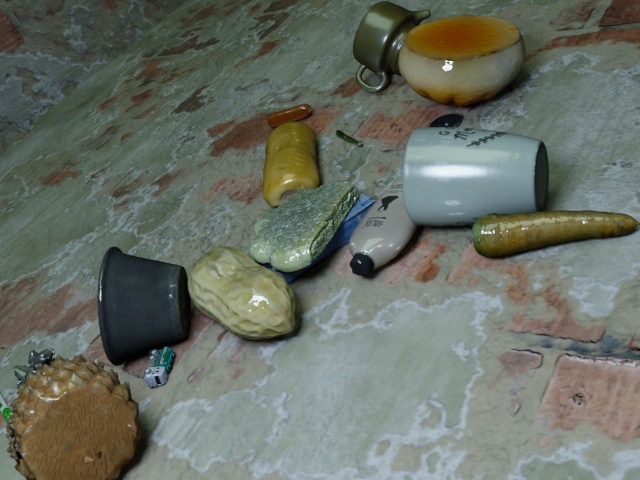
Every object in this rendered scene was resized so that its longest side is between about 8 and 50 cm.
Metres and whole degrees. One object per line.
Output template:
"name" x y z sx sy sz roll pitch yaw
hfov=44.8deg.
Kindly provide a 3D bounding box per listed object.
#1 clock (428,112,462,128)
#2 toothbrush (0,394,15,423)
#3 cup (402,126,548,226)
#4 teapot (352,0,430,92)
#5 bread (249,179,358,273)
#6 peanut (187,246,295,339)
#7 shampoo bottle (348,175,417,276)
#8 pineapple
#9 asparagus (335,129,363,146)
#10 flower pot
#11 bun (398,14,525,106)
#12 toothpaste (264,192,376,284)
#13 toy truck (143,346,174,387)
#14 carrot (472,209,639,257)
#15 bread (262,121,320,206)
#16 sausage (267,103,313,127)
"clock" 0.291 -0.276 1.811 0.083 0.010 0.074 -4 39 32
"toothbrush" -0.621 0.354 1.563 0.030 0.030 0.304 -42 32 -22
"cup" 0.306 -0.125 1.460 0.234 0.186 0.258 2 14 26
"teapot" 0.199 -0.516 2.090 0.175 0.185 0.268 34 96 23
"bread" -0.050 -0.034 1.580 0.207 0.056 0.286 -7 33 32
"peanut" -0.155 0.097 1.475 0.152 0.152 0.313 -38 36 -17
"shampoo bottle" 0.129 -0.027 1.507 0.127 0.078 0.257 1 43 36
"pineapple" -0.462 0.296 1.379 0.223 0.223 0.357 -40 26 -21
"asparagus" 0.071 -0.254 1.935 0.018 0.015 0.127 -35 33 -11
"flower pot" -0.337 0.124 1.536 0.148 0.235 0.235 -4 34 0
"bun" 0.330 -0.410 1.832 0.298 0.165 0.299 -4 36 3
"toothpaste" 0.000 0.000 1.587 0.272 0.053 0.066 -35 33 -12
"toy truck" -0.306 0.240 1.481 0.044 0.039 0.083 -6 34 7
"carrot" 0.406 -0.019 1.316 0.298 0.078 0.078 -5 37 21
"bread" -0.076 -0.196 1.895 0.142 0.091 0.305 -16 34 8
"sausage" -0.084 -0.347 2.158 0.131 0.041 0.039 -14 12 18
